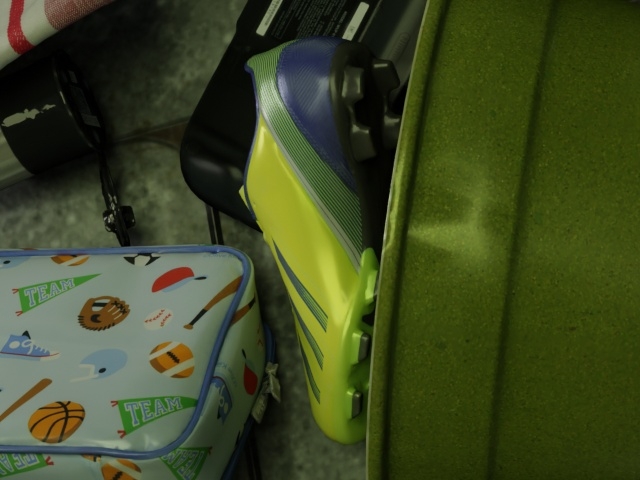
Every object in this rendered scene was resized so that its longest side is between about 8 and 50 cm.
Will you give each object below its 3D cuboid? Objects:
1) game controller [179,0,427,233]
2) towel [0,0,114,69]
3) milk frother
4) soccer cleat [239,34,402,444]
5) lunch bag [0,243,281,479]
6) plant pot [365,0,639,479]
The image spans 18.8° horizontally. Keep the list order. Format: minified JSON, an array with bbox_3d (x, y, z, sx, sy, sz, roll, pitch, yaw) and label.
[{"bbox_3d":[0.016,-0.154,1.456,0.166,0.067,0.319,27,87,36],"label":"game controller"},{"bbox_3d":[-0.272,-0.166,1.469,0.329,0.037,0.237,-31,33,19],"label":"towel"},{"bbox_3d":[-0.223,-0.048,1.468,0.134,0.129,0.143,-23,67,10],"label":"milk frother"},{"bbox_3d":[0.001,-0.001,1.372,0.121,0.093,0.289,2,100,31],"label":"soccer cleat"},{"bbox_3d":[-0.181,0.101,1.393,0.303,0.115,0.243,0,41,17],"label":"lunch bag"},{"bbox_3d":[0.233,0.019,1.212,0.353,0.366,0.366,7,81,8],"label":"plant pot"}]
